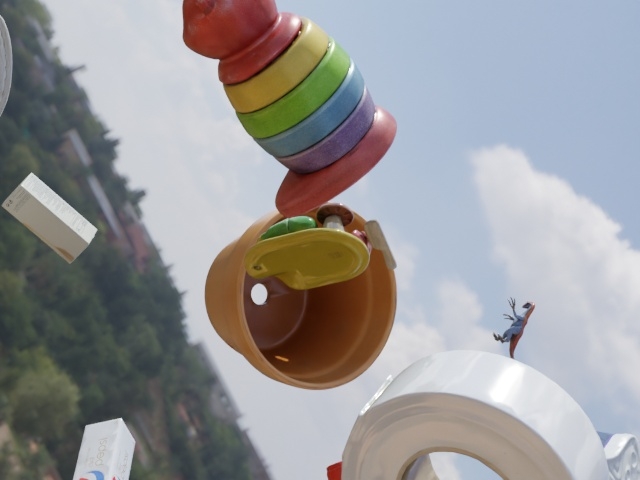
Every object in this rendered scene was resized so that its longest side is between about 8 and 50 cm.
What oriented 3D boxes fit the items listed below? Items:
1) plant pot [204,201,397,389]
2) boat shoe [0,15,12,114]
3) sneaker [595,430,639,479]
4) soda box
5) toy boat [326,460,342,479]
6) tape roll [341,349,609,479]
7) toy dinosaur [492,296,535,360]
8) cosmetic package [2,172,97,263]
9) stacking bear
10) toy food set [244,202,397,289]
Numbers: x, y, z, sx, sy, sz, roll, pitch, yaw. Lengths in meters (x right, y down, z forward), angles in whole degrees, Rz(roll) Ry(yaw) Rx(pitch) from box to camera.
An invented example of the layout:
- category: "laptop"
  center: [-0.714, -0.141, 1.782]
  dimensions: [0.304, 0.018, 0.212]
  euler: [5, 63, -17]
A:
- category: "plant pot"
  center: [-0.052, 0.088, 1.936]
  dimensions: [0.203, 0.291, 0.291]
  euler: [-5, -66, 58]
- category: "boat shoe"
  center: [-0.448, -0.131, 1.423]
  dimensions: [0.097, 0.116, 0.324]
  euler: [36, -61, 33]
- category: "sneaker"
  center: [0.374, 0.401, 2.012]
  dimensions: [0.323, 0.236, 0.130]
  euler: [-19, 100, -55]
- category: "soda box"
  center: [-0.380, 0.413, 2.106]
  dimensions: [0.216, 0.074, 0.069]
  euler: [-89, 161, -52]
- category: "toy boat"
  center: [-0.055, 0.390, 1.554]
  dimensions: [0.267, 0.318, 0.148]
  euler: [-44, -117, 59]
- category: "tape roll"
  center: [0.167, 0.266, 1.343]
  dimensions: [0.100, 0.286, 0.286]
  euler: [-43, 111, -54]
- category: "toy dinosaur"
  center: [0.309, 0.133, 1.901]
  dimensions: [0.090, 0.082, 0.047]
  euler: [60, -9, 6]
- category: "cosmetic package"
  center: [-0.347, -0.029, 1.563]
  dimensions: [0.115, 0.041, 0.060]
  euler: [43, 15, -12]
- category: "stacking bear"
  center: [-0.053, -0.198, 1.431]
  dimensions: [0.289, 0.164, 0.175]
  euler: [49, 39, -26]
- category: "toy food set"
  center: [0.000, 0.000, 1.688]
  dimensions: [0.128, 0.218, 0.071]
  euler: [53, 32, -48]
